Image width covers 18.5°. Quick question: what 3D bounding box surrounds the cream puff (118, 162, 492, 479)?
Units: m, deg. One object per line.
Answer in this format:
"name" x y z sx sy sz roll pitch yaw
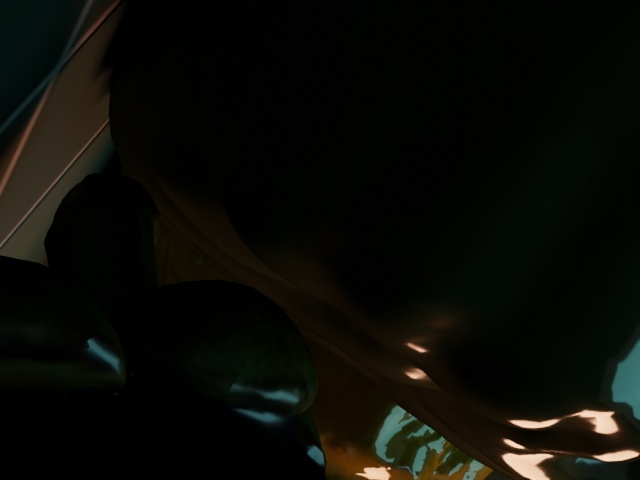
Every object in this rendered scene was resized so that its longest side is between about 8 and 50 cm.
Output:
"cream puff" -0.001 0.001 1.191 0.324 0.291 0.257 -34 147 -29

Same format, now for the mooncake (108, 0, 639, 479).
"mooncake" 0.059 -0.021 0.899 0.187 0.351 0.351 -53 -179 -2

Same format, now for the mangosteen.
"mangosteen" -0.094 0.159 0.738 0.311 0.311 0.311 -55 -179 1
